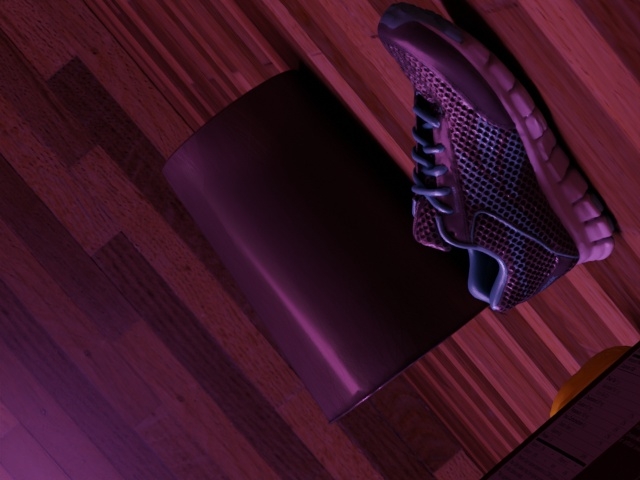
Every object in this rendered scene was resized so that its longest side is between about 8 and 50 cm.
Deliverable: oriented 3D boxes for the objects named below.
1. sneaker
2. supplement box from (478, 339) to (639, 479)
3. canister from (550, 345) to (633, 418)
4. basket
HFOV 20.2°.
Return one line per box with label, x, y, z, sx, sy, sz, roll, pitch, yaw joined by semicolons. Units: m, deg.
sneaker;0.067;-0.031;0.804;0.166;0.076;0.065;52;174;-28
supplement box;0.157;0.152;0.687;0.191;0.194;0.129;50;176;-7
canister;0.203;0.134;0.908;0.126;0.073;0.170;51;174;-27
basket;0.000;0.000;1.325;0.227;0.154;0.204;53;175;3
